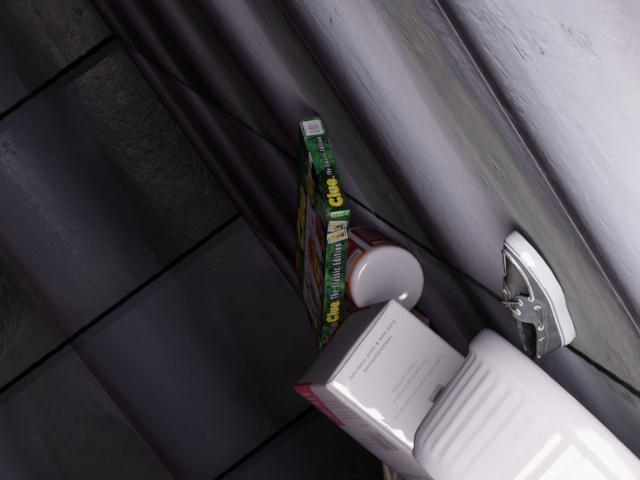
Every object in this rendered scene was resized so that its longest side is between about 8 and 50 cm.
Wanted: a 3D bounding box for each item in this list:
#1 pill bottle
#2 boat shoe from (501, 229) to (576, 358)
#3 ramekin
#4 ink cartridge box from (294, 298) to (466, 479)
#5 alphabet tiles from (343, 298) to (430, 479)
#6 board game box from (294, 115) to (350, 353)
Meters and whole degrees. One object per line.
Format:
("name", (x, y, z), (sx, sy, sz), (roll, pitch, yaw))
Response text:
("pill bottle", (0.055, 0.032, 1.825), (0.086, 0.086, 0.152), (55, 175, -20))
("boat shoe", (0.165, 0.047, 1.250), (0.049, 0.040, 0.142), (49, 173, 42))
("ramekin", (0.195, 0.210, 1.354), (0.273, 0.127, 0.273), (45, 179, 1))
("ink cartridge box", (0.127, 0.198, 1.680), (0.283, 0.117, 0.207), (39, 168, -5))
("alphabet tiles", (0.114, 0.226, 2.138), (0.285, 0.011, 0.343), (32, 136, 56))
("board game box", (0.000, 0.000, 1.760), (0.260, 0.030, 0.136), (93, 167, -51))
